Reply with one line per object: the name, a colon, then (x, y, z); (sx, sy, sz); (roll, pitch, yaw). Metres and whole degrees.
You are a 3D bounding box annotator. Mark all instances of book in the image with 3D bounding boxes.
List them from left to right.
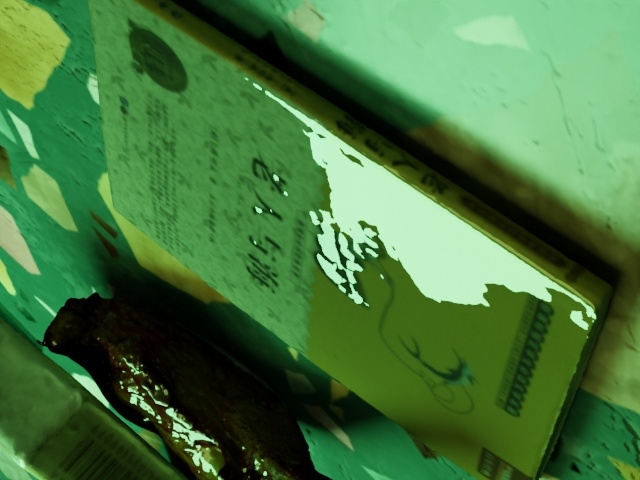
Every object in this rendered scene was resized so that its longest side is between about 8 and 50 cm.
book: (0.000, 0.000, 0.989); (0.389, 0.032, 0.269); (34, 151, 20)

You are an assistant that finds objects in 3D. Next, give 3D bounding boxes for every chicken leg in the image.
chicken leg: (-0.072, 0.143, 1.174); (0.407, 0.096, 0.158); (31, 168, 46)

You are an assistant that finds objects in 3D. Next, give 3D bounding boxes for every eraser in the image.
eraser: (-0.186, 0.199, 1.339); (0.144, 0.078, 0.343); (34, 168, 38)
